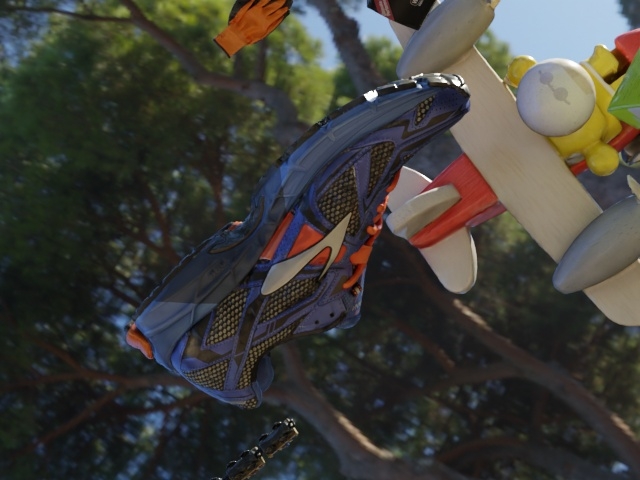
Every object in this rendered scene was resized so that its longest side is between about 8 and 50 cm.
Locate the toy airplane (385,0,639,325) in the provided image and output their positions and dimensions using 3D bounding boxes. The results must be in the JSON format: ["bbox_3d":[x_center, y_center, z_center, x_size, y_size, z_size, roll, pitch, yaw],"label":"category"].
[{"bbox_3d":[0.237,-0.117,1.386,0.272,0.386,0.384,82,-159,-72],"label":"toy airplane"}]

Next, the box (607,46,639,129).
[{"bbox_3d":[0.324,-0.156,1.056,0.042,0.178,0.109,28,-89,-8],"label":"box"}]

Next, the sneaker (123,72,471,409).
[{"bbox_3d":[0.000,0.000,0.617,0.087,0.083,0.221,45,-72,-1],"label":"sneaker"}]

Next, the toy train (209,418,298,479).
[{"bbox_3d":[-0.085,0.267,1.415,0.158,0.027,0.036,-42,-32,12],"label":"toy train"}]

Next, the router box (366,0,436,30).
[{"bbox_3d":[0.065,-0.203,0.750,0.038,0.122,0.092,22,-54,-15],"label":"router box"}]

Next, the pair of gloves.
[{"bbox_3d":[-0.066,-0.193,0.926,0.074,0.010,0.083,-36,-75,5],"label":"pair of gloves"}]
